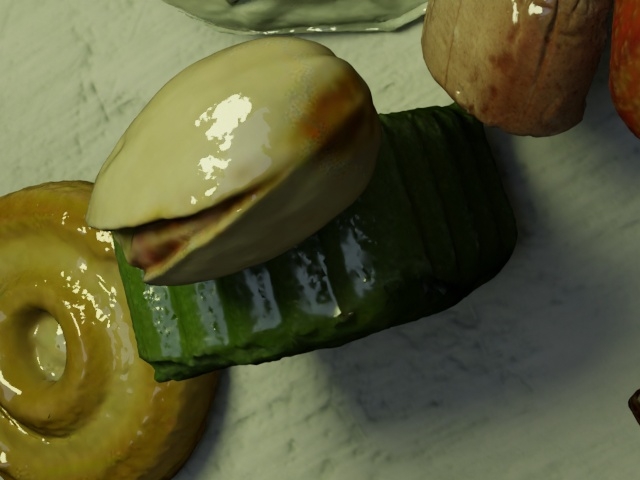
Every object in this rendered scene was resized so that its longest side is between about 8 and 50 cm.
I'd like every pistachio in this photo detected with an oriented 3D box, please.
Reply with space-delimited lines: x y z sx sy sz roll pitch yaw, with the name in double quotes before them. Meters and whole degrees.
"pistachio" -0.054 -0.047 1.055 0.215 0.144 0.144 -35 80 28

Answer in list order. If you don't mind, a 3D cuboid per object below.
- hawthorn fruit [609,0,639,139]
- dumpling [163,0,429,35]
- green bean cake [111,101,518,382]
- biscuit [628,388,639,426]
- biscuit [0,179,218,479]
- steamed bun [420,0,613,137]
"hawthorn fruit" 0.315 -0.133 1.081 0.253 0.205 0.205 -19 87 45
"dumpling" -0.032 -0.267 1.278 0.341 0.181 0.260 -18 122 -9
"green bean cake" 0.000 0.000 1.251 0.247 0.250 0.156 -17 88 29
"biscuit" 0.355 0.250 1.166 0.107 0.073 0.388 -27 81 -8
"biscuit" -0.225 0.094 1.478 0.296 0.102 0.296 6 101 30
"steamed bun" 0.148 -0.164 1.203 0.175 0.106 0.145 -115 35 -53
